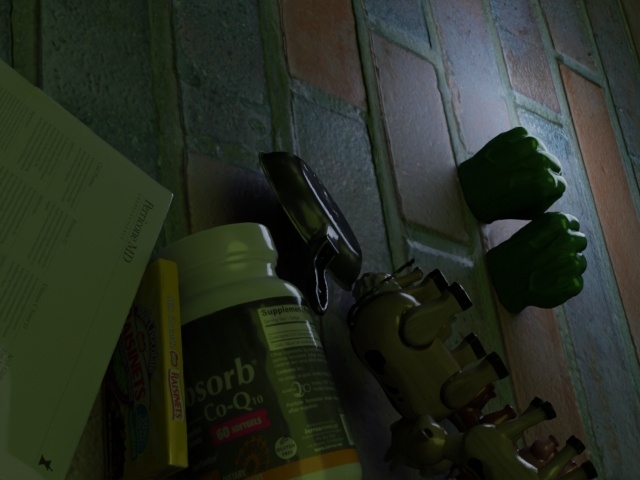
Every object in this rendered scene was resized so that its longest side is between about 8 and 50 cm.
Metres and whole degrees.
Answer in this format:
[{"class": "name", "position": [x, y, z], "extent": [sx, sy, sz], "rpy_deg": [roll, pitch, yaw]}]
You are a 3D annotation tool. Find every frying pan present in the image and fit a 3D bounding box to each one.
[{"class": "frying pan", "position": [-0.016, -0.025, 1.307], "extent": [0.197, 0.053, 0.326], "rpy_deg": [57, 7, 1]}]

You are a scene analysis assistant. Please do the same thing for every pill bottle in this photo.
[{"class": "pill bottle", "position": [-0.072, 0.134, 1.153], "extent": [0.162, 0.162, 0.278], "rpy_deg": [-1, 66, -49]}]

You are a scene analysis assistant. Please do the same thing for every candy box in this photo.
[{"class": "candy box", "position": [-0.169, 0.129, 1.092], "extent": [0.027, 0.105, 0.206], "rpy_deg": [20, 52, -41]}]

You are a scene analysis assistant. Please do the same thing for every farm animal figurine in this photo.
[{"class": "farm animal figurine", "position": [0.135, 0.186, 1.306], "extent": [0.327, 0.172, 0.330], "rpy_deg": [58, -6, -2]}]

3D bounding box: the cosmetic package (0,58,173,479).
[{"class": "cosmetic package", "position": [-0.307, 0.022, 1.013], "extent": [0.284, 0.097, 0.377], "rpy_deg": [38, 42, -23]}]

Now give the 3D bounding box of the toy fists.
[{"class": "toy fists", "position": [0.314, -0.034, 1.727], "extent": [0.096, 0.142, 0.279], "rpy_deg": [8, 60, -46]}]
